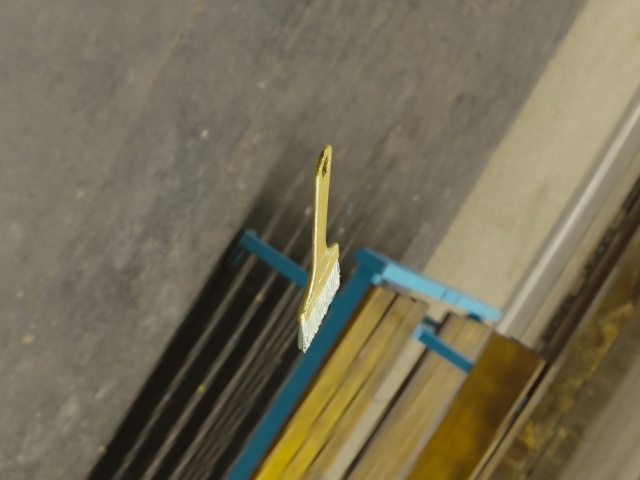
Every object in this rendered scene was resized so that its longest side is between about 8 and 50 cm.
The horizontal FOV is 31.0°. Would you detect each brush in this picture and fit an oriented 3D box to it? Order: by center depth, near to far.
[{"bbox_3d":[0.000,0.000,0.932,0.205,0.011,0.083,91,21,-49],"label":"brush"}]
